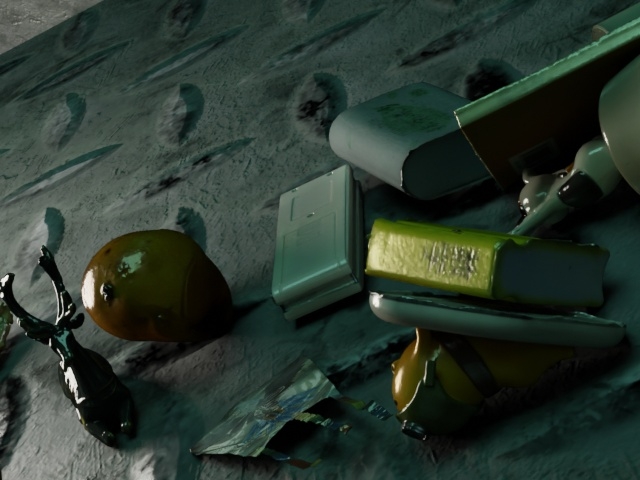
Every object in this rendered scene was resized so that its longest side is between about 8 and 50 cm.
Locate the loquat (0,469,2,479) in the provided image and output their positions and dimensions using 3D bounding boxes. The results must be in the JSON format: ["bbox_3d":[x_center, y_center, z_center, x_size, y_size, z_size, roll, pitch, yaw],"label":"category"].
[{"bbox_3d":[-0.443,0.280,1.884,0.137,0.113,0.137,-16,8,2],"label":"loquat"}]

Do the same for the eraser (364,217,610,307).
[{"bbox_3d":[0.169,0.022,1.652,0.158,0.069,0.226,7,1,-37],"label":"eraser"}]

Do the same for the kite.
[{"bbox_3d":[-0.037,0.194,1.665,0.169,0.015,0.310,-37,15,-13],"label":"kite"}]

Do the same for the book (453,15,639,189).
[{"bbox_3d":[0.343,-0.178,1.771,0.374,0.262,0.028,-27,70,9],"label":"book"}]

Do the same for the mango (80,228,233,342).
[{"bbox_3d":[-0.200,0.055,1.947,0.166,0.136,0.236,-1,-2,19],"label":"mango"}]

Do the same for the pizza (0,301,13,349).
[{"bbox_3d":[-0.535,0.192,2.181,0.297,0.071,0.189,-36,26,-13],"label":"pizza"}]

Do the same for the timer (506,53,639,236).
[{"bbox_3d":[0.307,-0.082,1.729,0.266,0.175,0.175,-30,20,41],"label":"timer"}]

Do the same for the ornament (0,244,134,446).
[{"bbox_3d":[-0.306,0.111,1.893,0.080,0.236,0.202,-32,25,-9],"label":"ornament"}]

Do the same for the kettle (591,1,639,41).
[{"bbox_3d":[0.422,-0.250,1.933,0.148,0.098,0.127,-29,20,-5],"label":"kettle"}]

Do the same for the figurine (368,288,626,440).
[{"bbox_3d":[0.163,0.129,1.539,0.250,0.141,0.166,7,1,5],"label":"figurine"}]

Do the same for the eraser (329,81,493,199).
[{"bbox_3d":[0.129,-0.128,2.018,0.174,0.081,0.227,-19,23,-17],"label":"eraser"}]

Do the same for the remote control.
[{"bbox_3d":[0.000,0.000,1.977,0.103,0.055,0.277,-24,24,13],"label":"remote control"}]
